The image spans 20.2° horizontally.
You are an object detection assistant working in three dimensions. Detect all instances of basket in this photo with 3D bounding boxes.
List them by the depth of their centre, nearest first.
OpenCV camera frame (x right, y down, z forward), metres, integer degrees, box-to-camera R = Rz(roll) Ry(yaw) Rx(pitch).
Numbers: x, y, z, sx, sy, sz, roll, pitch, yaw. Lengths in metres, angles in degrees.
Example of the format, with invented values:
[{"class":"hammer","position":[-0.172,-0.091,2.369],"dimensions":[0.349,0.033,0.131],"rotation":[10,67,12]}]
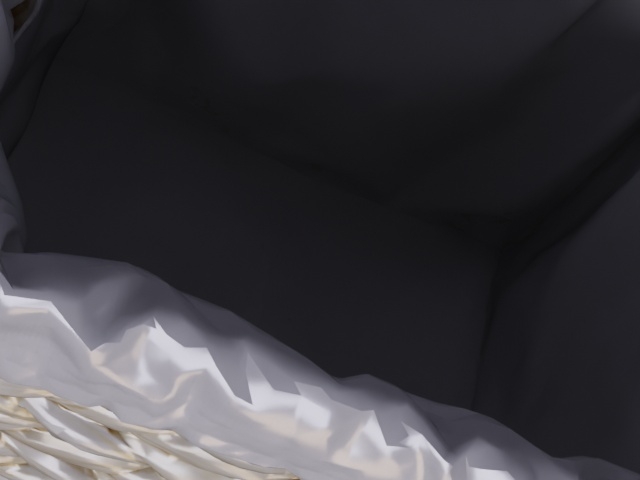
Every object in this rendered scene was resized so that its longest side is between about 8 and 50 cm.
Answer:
[{"class":"basket","position":[0.000,0.000,0.667],"dimensions":[0.331,0.328,0.266],"rotation":[23,139,-14]}]
